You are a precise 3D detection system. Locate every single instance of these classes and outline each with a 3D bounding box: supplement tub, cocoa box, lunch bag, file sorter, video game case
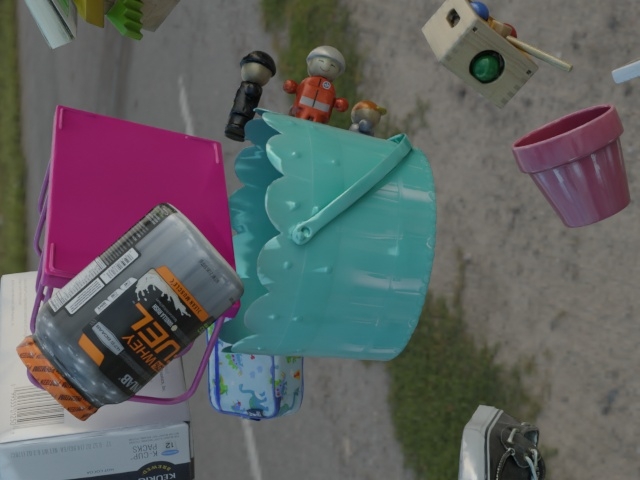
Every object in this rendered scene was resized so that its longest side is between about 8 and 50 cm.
[{"bbox_3d":[-0.173,0.066,0.978,0.190,0.117,0.117,-43,21,-7],"label":"supplement tub"},{"bbox_3d":[-0.294,0.219,1.408,0.347,0.231,0.228,-112,20,-54],"label":"cocoa box"},{"bbox_3d":[-0.117,0.192,1.832,0.176,0.090,0.219,2,94,41],"label":"lunch bag"},{"bbox_3d":[-0.226,0.020,1.237,0.291,0.202,0.182,-102,30,-48],"label":"file sorter"},{"bbox_3d":[0.589,-0.308,1.645,0.206,0.227,0.026,-17,99,52],"label":"video game case"}]

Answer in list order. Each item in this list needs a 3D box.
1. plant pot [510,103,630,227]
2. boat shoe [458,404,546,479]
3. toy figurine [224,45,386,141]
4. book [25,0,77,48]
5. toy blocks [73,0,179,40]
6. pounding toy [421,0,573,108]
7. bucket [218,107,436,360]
[{"bbox_3d":[0.476,-0.131,1.980,0.180,0.201,0.201,64,161,-9],"label":"plant pot"},{"bbox_3d":[0.263,0.314,1.539,0.335,0.119,0.121,-41,-44,-71],"label":"boat shoe"},{"bbox_3d":[-0.023,-0.199,1.690,0.213,0.209,0.148,0,65,37],"label":"toy figurine"},{"bbox_3d":[-0.338,-0.316,1.290,0.096,0.035,0.144,-100,-12,-50],"label":"book"},{"bbox_3d":[-0.284,-0.477,1.669,0.261,0.381,0.191,-47,72,15],"label":"toy blocks"},{"bbox_3d":[0.218,-0.240,1.348,0.100,0.130,0.141,-48,26,20],"label":"pounding toy"},{"bbox_3d":[0.000,0.000,1.162,0.281,0.183,0.281,-172,90,-76],"label":"bucket"}]
